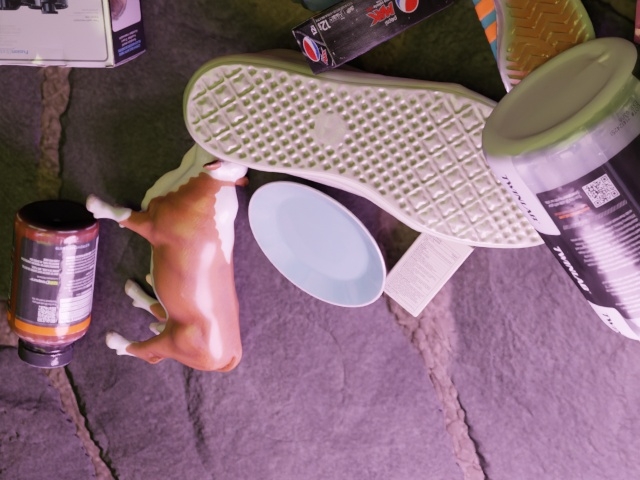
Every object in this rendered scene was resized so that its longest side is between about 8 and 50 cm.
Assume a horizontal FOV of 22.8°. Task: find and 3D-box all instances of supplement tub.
[{"bbox_3d":[0.321,-0.033,1.615,0.194,0.193,0.316,-27,114,27],"label":"supplement tub"},{"bbox_3d":[-0.334,0.057,1.971,0.106,0.106,0.197,16,113,15],"label":"supplement tub"}]

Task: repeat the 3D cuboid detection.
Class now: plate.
[{"bbox_3d":[0.000,0.000,1.838,0.188,0.024,0.188,26,144,20],"label":"plate"}]

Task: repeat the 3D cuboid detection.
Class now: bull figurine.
[{"bbox_3d":[-0.170,0.013,1.898,0.188,0.101,0.310,5,108,23],"label":"bull figurine"}]

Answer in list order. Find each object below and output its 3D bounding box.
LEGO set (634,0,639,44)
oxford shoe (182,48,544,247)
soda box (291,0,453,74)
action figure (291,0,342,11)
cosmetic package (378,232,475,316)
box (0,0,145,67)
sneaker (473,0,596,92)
[{"bbox_3d":[0.373,-0.308,1.588,0.093,0.087,0.227,5,104,16],"label":"LEGO set"},{"bbox_3d":[0.071,-0.112,1.754,0.450,0.130,0.169,15,102,-1],"label":"oxford shoe"},{"bbox_3d":[0.056,-0.238,1.685,0.053,0.169,0.060,-11,108,63],"label":"soda box"},{"bbox_3d":[-0.074,-0.385,1.659,0.330,0.178,0.341,-2,152,14],"label":"action figure"},{"bbox_3d":[0.125,0.025,1.821,0.060,0.041,0.115,41,117,3],"label":"cosmetic package"},{"bbox_3d":[-0.306,-0.348,1.826,0.169,0.087,0.289,2,109,20],"label":"box"},{"bbox_3d":[0.209,-0.264,1.663,0.108,0.121,0.302,-20,120,4],"label":"sneaker"}]
